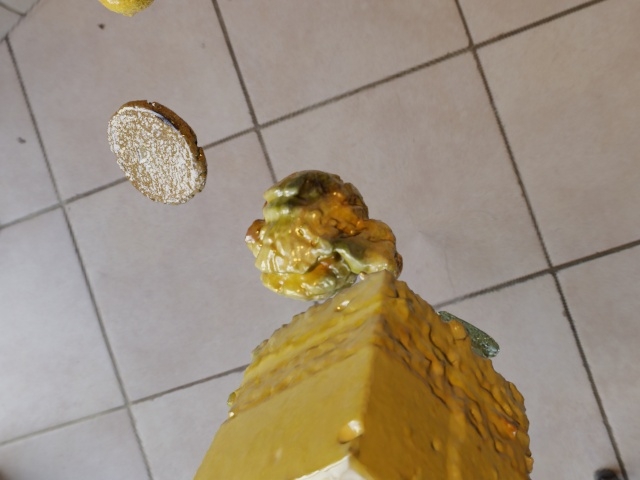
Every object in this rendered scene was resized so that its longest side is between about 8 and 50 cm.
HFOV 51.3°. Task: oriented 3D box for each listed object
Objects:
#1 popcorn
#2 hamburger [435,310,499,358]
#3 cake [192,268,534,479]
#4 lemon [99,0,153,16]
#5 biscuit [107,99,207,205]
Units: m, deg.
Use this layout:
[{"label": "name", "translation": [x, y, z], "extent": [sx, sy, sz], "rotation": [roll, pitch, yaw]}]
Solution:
[{"label": "popcorn", "translation": [0.000, 0.000, 1.286], "extent": [0.332, 0.225, 0.265], "rotation": [28, 61, 33]}, {"label": "hamburger", "translation": [0.200, 0.153, 1.005], "extent": [0.121, 0.084, 0.054], "rotation": [33, 72, 7]}, {"label": "cake", "translation": [0.034, 0.215, 0.558], "extent": [0.227, 0.286, 0.222], "rotation": [-34, 114, 31]}, {"label": "lemon", "translation": [-0.396, -0.544, 1.336], "extent": [0.142, 0.142, 0.187], "rotation": [-4, 124, 8]}, {"label": "biscuit", "translation": [-0.309, -0.165, 1.269], "extent": [0.226, 0.042, 0.225], "rotation": [16, 128, 21]}]
